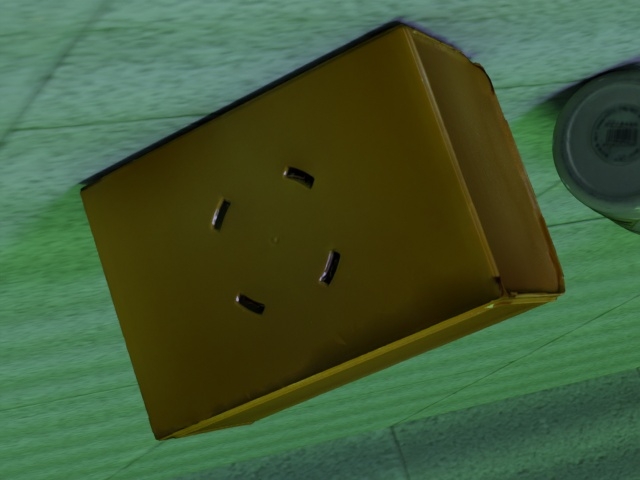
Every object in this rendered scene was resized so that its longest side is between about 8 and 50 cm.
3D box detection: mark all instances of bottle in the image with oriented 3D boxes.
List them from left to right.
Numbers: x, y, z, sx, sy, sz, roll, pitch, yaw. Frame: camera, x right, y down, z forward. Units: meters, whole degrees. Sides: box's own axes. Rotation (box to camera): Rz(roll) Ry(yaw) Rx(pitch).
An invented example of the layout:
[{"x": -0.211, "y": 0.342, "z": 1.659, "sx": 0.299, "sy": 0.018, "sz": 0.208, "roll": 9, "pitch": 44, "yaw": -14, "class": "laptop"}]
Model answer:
[{"x": 0.282, "y": -0.062, "z": 1.309, "sx": 0.120, "sy": 0.120, "sz": 0.253, "roll": -22, "pitch": 164, "yaw": 17, "class": "bottle"}]

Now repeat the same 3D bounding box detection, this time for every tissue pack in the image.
[{"x": 0.000, "y": 0.000, "z": 1.063, "sx": 0.274, "sy": 0.194, "sz": 0.145, "roll": -24, "pitch": 169, "yaw": 24, "class": "tissue pack"}]
